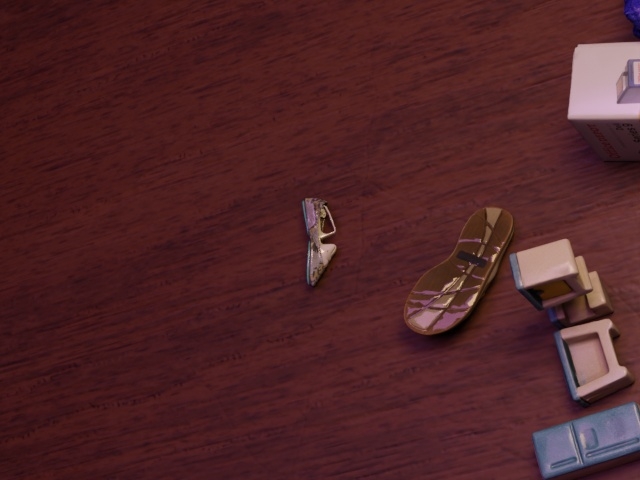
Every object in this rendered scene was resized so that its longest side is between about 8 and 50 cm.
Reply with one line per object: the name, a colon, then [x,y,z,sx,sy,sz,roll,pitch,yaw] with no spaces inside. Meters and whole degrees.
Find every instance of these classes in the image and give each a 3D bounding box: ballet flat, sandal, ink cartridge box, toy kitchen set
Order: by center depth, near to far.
toy kitchen set: [0.251,0.130,1.600,0.122,0.166,0.207,-21,64,17]
ink cartridge box: [0.390,-0.148,1.642,0.212,0.154,0.093,3,76,26]
sandal: [0.166,0.041,1.748,0.072,0.049,0.180,27,70,25]
ballet flat: [0.000,0.000,1.845,0.041,0.041,0.114,-12,68,22]

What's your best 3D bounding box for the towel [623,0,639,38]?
towel: [0.468,-0.318,1.633,0.308,0.227,0.076,-26,95,15]
